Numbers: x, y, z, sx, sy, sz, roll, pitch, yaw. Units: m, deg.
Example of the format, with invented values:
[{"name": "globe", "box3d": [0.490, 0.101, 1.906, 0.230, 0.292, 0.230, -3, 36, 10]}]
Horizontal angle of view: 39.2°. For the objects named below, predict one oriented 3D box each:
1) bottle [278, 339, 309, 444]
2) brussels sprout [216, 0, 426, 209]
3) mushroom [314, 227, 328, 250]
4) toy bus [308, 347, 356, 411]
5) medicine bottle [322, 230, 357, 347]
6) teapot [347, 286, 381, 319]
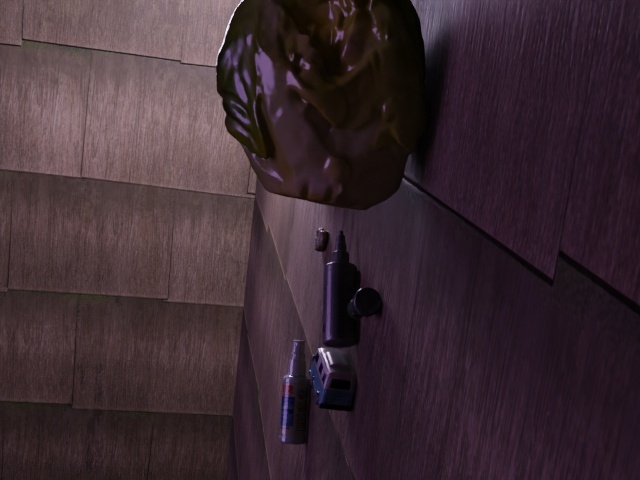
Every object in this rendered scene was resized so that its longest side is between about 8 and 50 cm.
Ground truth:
[{"name": "bottle", "box3d": [-0.052, 0.320, 1.909, 0.060, 0.060, 0.217, 149, 126, -79]}, {"name": "brussels sprout", "box3d": [-0.002, -0.209, 1.203, 0.344, 0.268, 0.344, -177, 90, -74]}, {"name": "mushroom", "box3d": [0.000, -0.001, 1.867, 0.101, 0.019, 0.049, 132, 142, -74]}, {"name": "toy bus", "box3d": [0.020, 0.224, 1.494, 0.123, 0.060, 0.075, -116, 36, -69]}, {"name": "medicine bottle", "box3d": [0.033, 0.077, 1.500, 0.057, 0.057, 0.199, 116, 157, -67]}, {"name": "teapot", "box3d": [0.062, 0.098, 1.362, 0.111, 0.042, 0.043, 127, 147, -77]}]
